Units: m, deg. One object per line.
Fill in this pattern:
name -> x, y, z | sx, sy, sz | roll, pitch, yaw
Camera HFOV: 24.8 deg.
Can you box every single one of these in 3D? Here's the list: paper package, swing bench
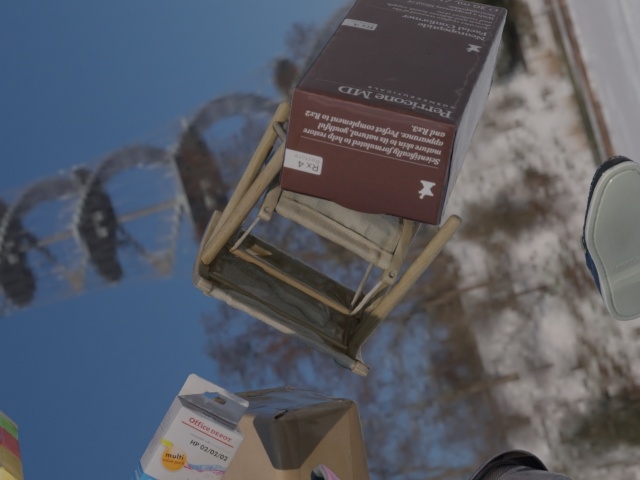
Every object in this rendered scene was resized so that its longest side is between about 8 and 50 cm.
paper package -> -0.043, 0.420, 2.422 | 0.309, 0.168, 0.325 | 178, 84, -67
swing bench -> 0.000, 0.000, 1.892 | 0.253, 0.255, 0.165 | 30, -171, -16

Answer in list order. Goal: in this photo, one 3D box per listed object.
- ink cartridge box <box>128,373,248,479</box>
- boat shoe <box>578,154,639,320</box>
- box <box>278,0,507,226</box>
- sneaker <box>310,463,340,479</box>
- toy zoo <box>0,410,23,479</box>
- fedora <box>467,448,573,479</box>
ink cartridge box -> -0.181, 0.293, 2.057 | 0.104, 0.181, 0.061 | 29, -178, -16
boat shoe -> 0.403, -0.014, 2.002 | 0.303, 0.114, 0.091 | 79, 172, -45
box -> 0.095, -0.176, 1.752 | 0.381, 0.191, 0.143 | -64, -15, -57
sneaker -> -0.085, 0.400, 1.933 | 0.319, 0.112, 0.131 | -16, -111, -37
toy zoo -> -0.372, 0.277, 1.443 | 0.030, 0.192, 0.293 | 44, 175, -14
fedora -> 0.294, 0.429, 2.045 | 0.244, 0.124, 0.275 | 49, -125, -27
